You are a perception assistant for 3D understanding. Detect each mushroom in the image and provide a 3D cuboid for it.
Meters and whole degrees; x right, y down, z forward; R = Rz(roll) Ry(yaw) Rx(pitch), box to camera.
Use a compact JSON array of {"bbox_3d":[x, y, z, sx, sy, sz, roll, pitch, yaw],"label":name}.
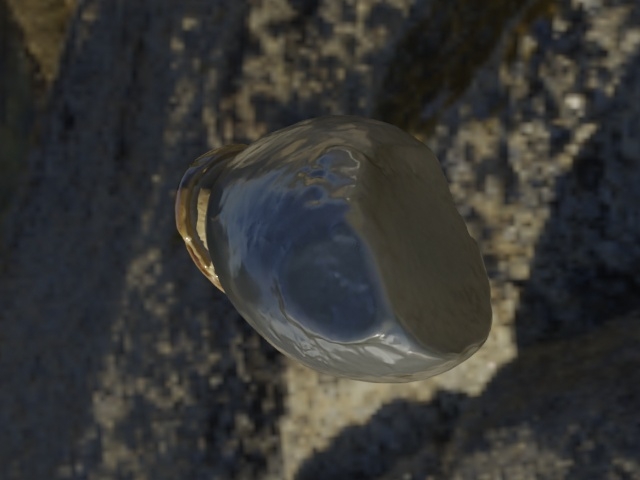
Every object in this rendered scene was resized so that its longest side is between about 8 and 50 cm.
[{"bbox_3d":[0.000,0.000,0.939,0.350,0.128,0.128,-165,75,-75],"label":"mushroom"}]
